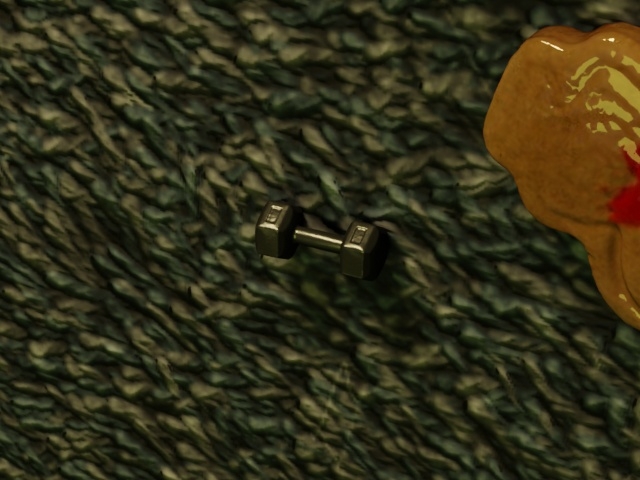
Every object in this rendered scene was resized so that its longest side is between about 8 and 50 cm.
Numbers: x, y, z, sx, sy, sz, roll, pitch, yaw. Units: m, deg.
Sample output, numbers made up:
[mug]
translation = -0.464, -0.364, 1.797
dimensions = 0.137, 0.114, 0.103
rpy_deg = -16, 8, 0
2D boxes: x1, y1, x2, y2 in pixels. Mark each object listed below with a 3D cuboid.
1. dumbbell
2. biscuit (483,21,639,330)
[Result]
[dumbbell]
translation = 0.000, 0.000, 1.168
dimensions = 0.083, 0.040, 0.036
rpy_deg = 14, 91, 21
[biscuit]
translation = 0.244, -0.008, 1.027
dimensions = 0.334, 0.047, 0.202
rpy_deg = 31, 128, 9
